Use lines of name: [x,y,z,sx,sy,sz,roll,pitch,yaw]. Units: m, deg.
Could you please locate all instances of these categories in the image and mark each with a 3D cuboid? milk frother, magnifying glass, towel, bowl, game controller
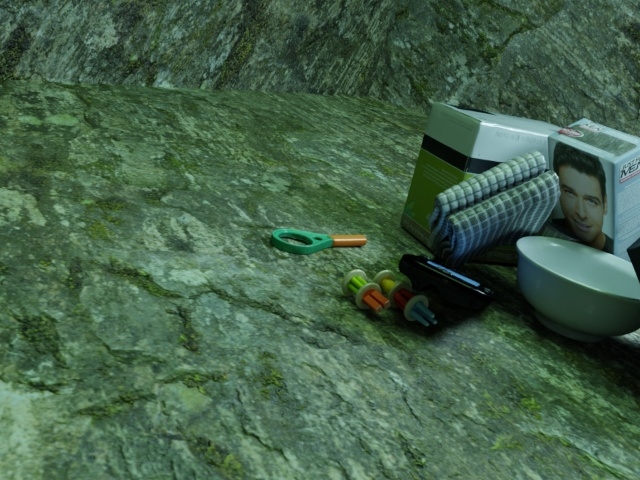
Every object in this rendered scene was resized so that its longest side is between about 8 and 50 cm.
milk frother: [0.522,0.036,1.640,0.129,0.135,0.143,25,18,-4]
magnifying glass: [0.000,0.000,1.540,0.231,0.026,0.092,1,23,-36]
towel: [0.340,-0.043,1.485,0.121,0.235,0.284,62,-5,19]
bowl: [0.507,0.108,1.433,0.297,0.134,0.298,13,18,-4]
game controller: [0.237,0.072,1.337,0.166,0.067,0.319,17,3,14]

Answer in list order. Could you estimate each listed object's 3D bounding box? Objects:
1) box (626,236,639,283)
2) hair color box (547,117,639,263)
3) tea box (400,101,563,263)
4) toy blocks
box: [0.693,0.104,1.256,0.179,0.313,0.343,-21,-3,33]
hair color box: [0.608,-0.057,1.605,0.113,0.374,0.185,-26,34,-18]
tea box: [0.412,-0.132,1.753,0.329,0.324,0.220,4,21,-23]
toy blocks: [0.123,0.105,1.282,0.123,0.054,0.148,2,23,-35]
